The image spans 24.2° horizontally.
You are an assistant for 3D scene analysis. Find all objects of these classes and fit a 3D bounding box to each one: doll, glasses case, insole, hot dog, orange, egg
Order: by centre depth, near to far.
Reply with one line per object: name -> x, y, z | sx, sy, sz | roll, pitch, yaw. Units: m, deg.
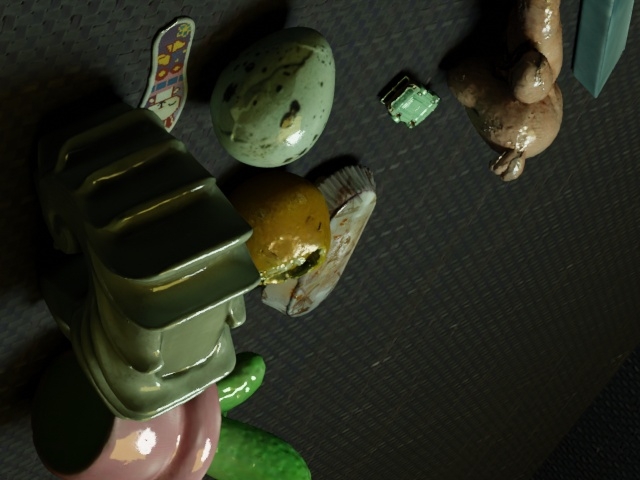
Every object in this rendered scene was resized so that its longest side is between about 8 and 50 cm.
insole -> -0.164, -0.166, 1.592 | 0.065, 0.004, 0.197 | -25, 153, -31
egg -> -0.050, -0.158, 1.628 | 0.131, 0.131, 0.164 | -2, 123, -56
orange -> -0.056, -0.012, 1.874 | 0.155, 0.134, 0.154 | -33, 149, -23
doll -> 0.241, -0.246, 1.933 | 0.201, 0.156, 0.303 | -72, 165, -50
hot dog -> 0.000, 0.000, 2.059 | 0.144, 0.075, 0.268 | -22, 148, -46
glasses case -> 0.406, -0.321, 2.142 | 0.105, 0.056, 0.266 | -59, 163, -20

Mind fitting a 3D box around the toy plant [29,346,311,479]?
toy plant -> -0.208, 0.230, 1.984 | 0.356, 0.317, 0.210 | 7, 109, -44

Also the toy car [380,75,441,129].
toy car -> 0.122, -0.181, 1.966 | 0.059, 0.035, 0.122 | -45, 165, 11

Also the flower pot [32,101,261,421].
flower pot -> -0.196, 0.041, 1.602 | 0.165, 0.254, 0.367 | -27, 153, -28
